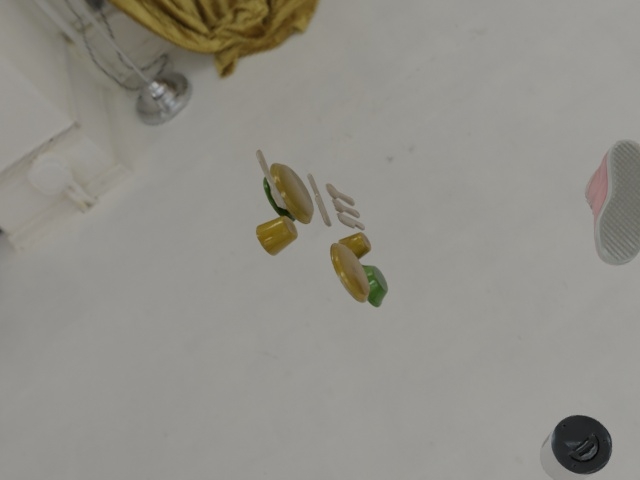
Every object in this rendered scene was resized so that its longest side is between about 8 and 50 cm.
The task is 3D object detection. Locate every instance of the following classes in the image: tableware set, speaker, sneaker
[{"bbox_3d":[0.000,0.000,0.573,0.024,0.154,0.104,-30,68,20],"label":"tableware set"},{"bbox_3d":[0.244,0.204,0.770,0.055,0.136,0.055,-4,70,10],"label":"speaker"},{"bbox_3d":[0.302,-0.030,0.820,0.051,0.070,0.134,10,71,2],"label":"sneaker"}]
